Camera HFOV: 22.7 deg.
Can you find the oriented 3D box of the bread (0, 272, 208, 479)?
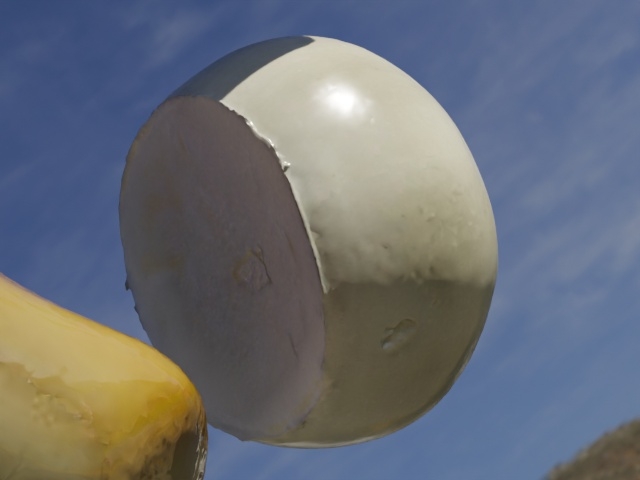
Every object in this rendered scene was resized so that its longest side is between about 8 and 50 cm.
[{"bbox_3d":[-0.268,0.144,0.955,0.348,0.376,0.253,-66,-5,18],"label":"bread"}]

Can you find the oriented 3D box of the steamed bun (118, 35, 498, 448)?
[{"bbox_3d":[0.000,0.000,1.225,0.206,0.324,0.324,-14,-35,-36],"label":"steamed bun"}]
